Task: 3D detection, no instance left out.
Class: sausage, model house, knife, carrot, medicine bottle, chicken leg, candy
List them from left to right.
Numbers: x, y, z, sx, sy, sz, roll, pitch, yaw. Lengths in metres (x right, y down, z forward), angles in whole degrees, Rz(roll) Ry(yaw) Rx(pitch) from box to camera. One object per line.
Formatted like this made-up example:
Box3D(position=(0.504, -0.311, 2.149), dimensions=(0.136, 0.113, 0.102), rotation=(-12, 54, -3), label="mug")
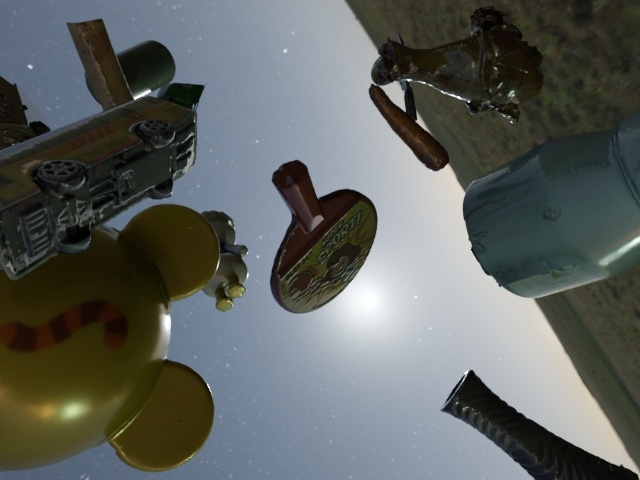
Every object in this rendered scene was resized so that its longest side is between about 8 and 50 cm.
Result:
Box3D(position=(-0.655, -0.218, 1.017), dimensions=(0.248, 0.176, 0.181), rotation=(37, 165, -5), label="model house")
Box3D(position=(-0.361, -0.241, 0.829), dimensions=(0.065, 0.066, 0.300), rotation=(-89, -13, -59), label="sausage")
Box3D(position=(-0.467, -0.443, 1.447), dimensions=(0.078, 0.204, 0.141), rotation=(40, -124, -65), label="candy")
Box3D(position=(0.222, -0.426, 1.204), dimensions=(0.060, 0.029, 0.230), rotation=(-117, 14, -71), label="knife")
Box3D(position=(0.150, -0.195, 0.786), dimensions=(0.191, 0.047, 0.047), rotation=(46, -160, -5), label="carrot")
Box3D(position=(0.307, -0.391, 0.973), dimensions=(0.362, 0.211, 0.140), rotation=(16, -174, -3), label="chicken leg")
Box3D(position=(0.416, -0.057, 0.717), dimensions=(0.245, 0.290, 0.244), rotation=(12, -115, -27), label="medicine bottle")

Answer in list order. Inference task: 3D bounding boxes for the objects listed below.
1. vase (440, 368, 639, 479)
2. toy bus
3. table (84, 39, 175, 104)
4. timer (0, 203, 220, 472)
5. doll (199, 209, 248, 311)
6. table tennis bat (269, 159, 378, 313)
Box3D(position=(0.290, 0.283, 0.636), dimensions=(0.238, 0.115, 0.115), rotation=(36, -168, 18), label="vase")
Box3D(position=(-0.236, -0.074, 0.475), dimensions=(0.106, 0.092, 0.268), rotation=(24, -140, 13), label="toy bus")
Box3D(position=(-0.516, -0.458, 1.257), dimensions=(0.126, 0.127, 0.220), rotation=(51, -139, -18), label="table")
Box3D(position=(-0.339, 0.130, 0.633), dimensions=(0.376, 0.388, 0.375), rotation=(-179, 90, -76), label="timer")
Box3D(position=(-0.225, 0.032, 0.991), dimensions=(0.119, 0.138, 0.293), rotation=(40, -169, -42), label="doll")
Box3D(position=(0.000, 0.000, 0.841), dimensions=(0.051, 0.268, 0.414), rotation=(38, 165, 30), label="table tennis bat")
